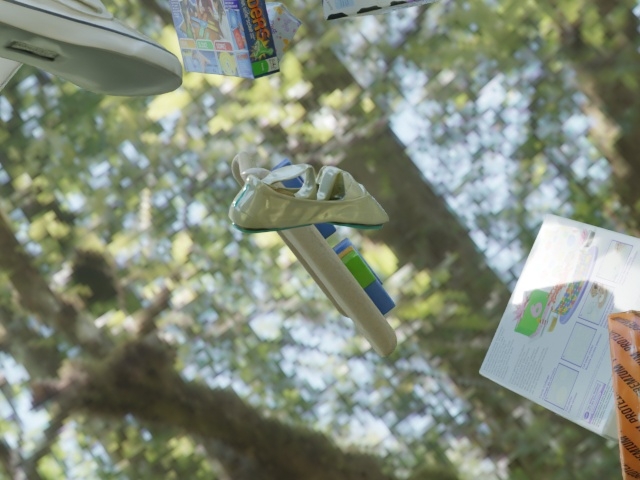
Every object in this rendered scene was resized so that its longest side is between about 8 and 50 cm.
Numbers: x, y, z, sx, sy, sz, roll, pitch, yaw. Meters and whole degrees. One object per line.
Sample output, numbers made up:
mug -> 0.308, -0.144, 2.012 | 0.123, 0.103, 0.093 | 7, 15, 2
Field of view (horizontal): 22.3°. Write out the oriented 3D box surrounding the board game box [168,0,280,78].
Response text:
board game box -> -0.118, -0.259, 1.865 | 0.035, 0.201, 0.136 | -19, -73, -24

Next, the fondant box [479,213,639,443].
fondant box -> 0.353, 0.112, 2.053 | 0.096, 0.330, 0.238 | 23, -90, -24

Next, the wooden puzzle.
wooden puzzle -> 0.000, 0.000, 2.343 | 0.080, 0.322, 0.348 | -38, 9, -2

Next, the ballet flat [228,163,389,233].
ballet flat -> -0.004, -0.053, 1.959 | 0.248, 0.086, 0.086 | -4, -42, -46

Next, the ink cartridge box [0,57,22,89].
ink cartridge box -> -0.478, -0.149, 1.904 | 0.207, 0.117, 0.283 | -35, 17, 47

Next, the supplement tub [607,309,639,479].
supplement tub -> 0.412, 0.124, 1.394 | 0.316, 0.194, 0.193 | -6, -25, 9

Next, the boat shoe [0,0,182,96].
boat shoe -> -0.234, -0.203, 1.487 | 0.258, 0.084, 0.095 | 18, -26, -39

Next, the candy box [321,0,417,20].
candy box -> 0.117, -0.319, 1.944 | 0.196, 0.070, 0.165 | -10, 6, 25

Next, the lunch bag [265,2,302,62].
lunch bag -> -0.073, -0.250, 1.977 | 0.053, 0.083, 0.071 | 39, -108, -37
